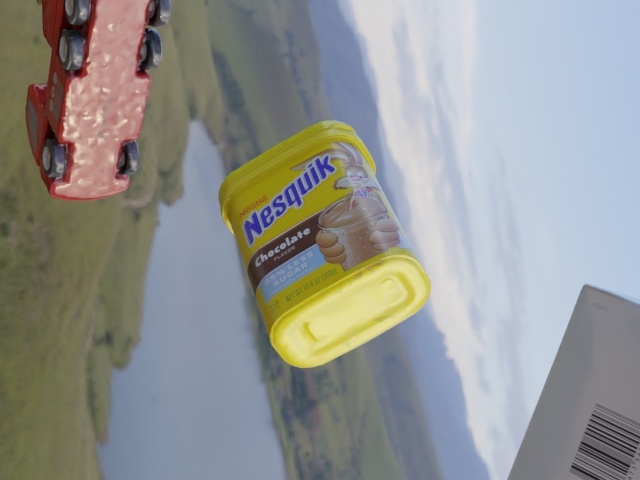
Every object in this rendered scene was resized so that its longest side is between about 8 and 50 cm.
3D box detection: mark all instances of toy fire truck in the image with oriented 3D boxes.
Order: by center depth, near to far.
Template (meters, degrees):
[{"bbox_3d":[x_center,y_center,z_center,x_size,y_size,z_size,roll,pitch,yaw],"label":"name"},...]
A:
[{"bbox_3d":[-0.122,-0.132,0.538,0.135,0.047,0.192,56,-40,40],"label":"toy fire truck"}]

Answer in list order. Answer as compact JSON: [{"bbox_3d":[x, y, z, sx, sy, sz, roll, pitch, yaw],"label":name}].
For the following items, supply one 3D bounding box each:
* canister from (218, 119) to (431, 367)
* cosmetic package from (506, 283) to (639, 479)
[{"bbox_3d":[0.000,0.000,0.797,0.073,0.126,0.170,55,7,-41],"label":"canister"},{"bbox_3d":[0.273,0.171,0.868,0.225,0.138,0.224,15,97,-51],"label":"cosmetic package"}]
